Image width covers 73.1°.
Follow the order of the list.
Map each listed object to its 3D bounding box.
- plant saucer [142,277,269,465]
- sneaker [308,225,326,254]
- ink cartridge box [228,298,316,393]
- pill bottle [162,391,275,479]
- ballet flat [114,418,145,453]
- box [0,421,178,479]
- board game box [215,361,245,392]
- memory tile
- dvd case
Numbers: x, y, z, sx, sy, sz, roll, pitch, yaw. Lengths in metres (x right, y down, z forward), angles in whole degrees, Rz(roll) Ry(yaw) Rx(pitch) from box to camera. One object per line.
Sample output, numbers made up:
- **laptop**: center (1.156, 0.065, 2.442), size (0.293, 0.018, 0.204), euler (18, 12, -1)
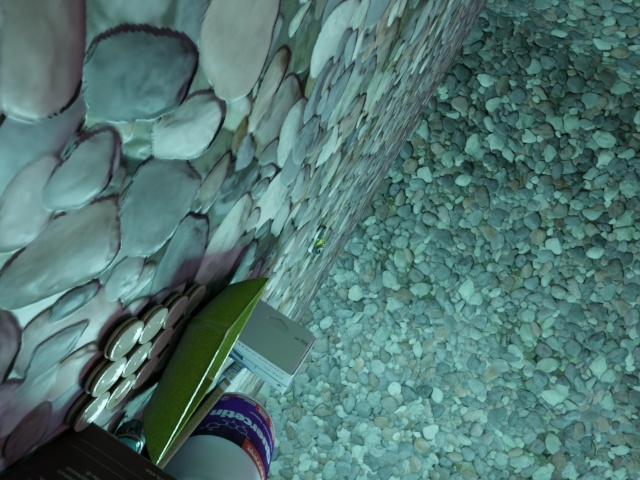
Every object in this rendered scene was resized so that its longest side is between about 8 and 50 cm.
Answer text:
- **plant saucer**: center (-0.141, 0.137, 0.528), size (0.188, 0.045, 0.188), euler (-61, -179, 12)
- **sneaker**: center (0.000, 0.000, 1.104), size (0.083, 0.035, 0.031), euler (-62, 174, 24)
- **ink cartridge box**: center (-0.096, 0.195, 0.790), size (0.082, 0.140, 0.190), euler (-54, 171, -27)
- **pill bottle**: center (-0.179, 0.393, 0.737), size (0.181, 0.181, 0.323), euler (-59, 180, -2)
- **ballet flat**: center (-0.226, 0.247, 0.494), size (0.114, 0.041, 0.041), euler (-61, 174, 22)
- **box**: center (-0.189, 0.270, 0.285), size (0.168, 0.167, 0.203), euler (-60, 173, 6)
- **board game box**: center (-0.217, 0.339, 1.019), size (0.103, 0.026, 0.154), euler (-60, 174, 6)
- **memory tile**: center (-0.164, 0.101, 0.404), size (0.113, 0.012, 0.148), euler (-61, 174, 13)
- **dvd case**: center (-0.227, 0.300, 0.604), size (0.164, 0.018, 0.221), euler (-44, -179, 23)
